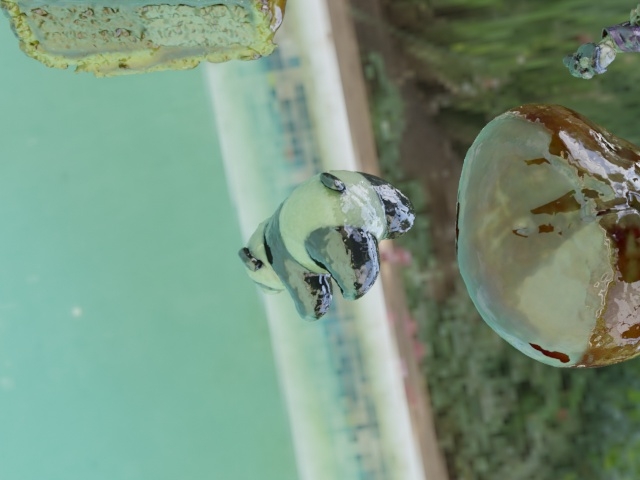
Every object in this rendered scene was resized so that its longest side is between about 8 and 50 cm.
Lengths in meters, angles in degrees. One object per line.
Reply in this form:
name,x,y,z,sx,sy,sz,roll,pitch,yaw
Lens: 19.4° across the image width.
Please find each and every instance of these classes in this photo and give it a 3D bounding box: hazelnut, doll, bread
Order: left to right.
bread,-0.132,-0.203,1.381,0.181,0.222,0.096,62,31,-59
doll,0.001,-0.002,2.195,0.135,0.234,0.143,42,55,-10
hazelnut,0.228,-0.009,1.683,0.251,0.217,0.217,58,1,12

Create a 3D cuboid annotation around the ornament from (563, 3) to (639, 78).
ornament,0.340,-0.212,1.874,0.081,0.203,0.088,47,-13,30
